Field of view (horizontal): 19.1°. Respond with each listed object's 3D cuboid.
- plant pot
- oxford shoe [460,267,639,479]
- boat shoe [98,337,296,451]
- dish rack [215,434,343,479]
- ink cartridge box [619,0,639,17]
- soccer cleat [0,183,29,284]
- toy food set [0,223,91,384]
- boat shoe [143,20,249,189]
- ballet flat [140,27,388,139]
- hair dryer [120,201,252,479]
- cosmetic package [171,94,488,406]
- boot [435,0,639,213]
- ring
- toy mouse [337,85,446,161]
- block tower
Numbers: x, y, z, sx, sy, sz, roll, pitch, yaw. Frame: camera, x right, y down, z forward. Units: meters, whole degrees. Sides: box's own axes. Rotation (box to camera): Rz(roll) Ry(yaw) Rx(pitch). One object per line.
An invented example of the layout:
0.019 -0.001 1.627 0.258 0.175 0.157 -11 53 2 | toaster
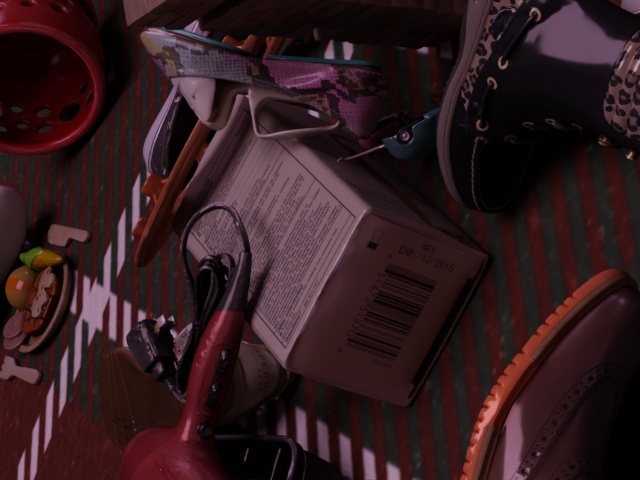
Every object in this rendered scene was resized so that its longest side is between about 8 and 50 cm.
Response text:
-0.351 -0.226 2.275 0.191 0.191 0.174 -48 30 31 | plant pot
0.156 0.195 1.270 0.132 0.130 0.364 22 82 28 | oxford shoe
-0.125 0.142 1.777 0.285 0.089 0.105 -9 89 59 | boat shoe
-0.077 0.302 1.586 0.208 0.074 0.272 -10 63 57 | dish rack
0.279 -0.218 1.369 0.099 0.056 0.135 -4 67 59 | ink cartridge box
-0.434 0.083 2.302 0.331 0.116 0.143 -53 49 28 | soccer cleat
-0.331 0.068 2.192 0.132 0.038 0.192 5 75 59 | toy food set
-0.115 -0.156 1.951 0.228 0.080 0.076 -62 33 13 | boat shoe
-0.054 -0.124 1.565 0.221 0.077 0.079 12 88 16 | ballet flat
-0.109 0.136 1.548 0.223 0.080 0.293 121 142 -48 | hair dryer
0.000 0.000 1.608 0.153 0.129 0.296 -62 31 13 | cosmetic package
0.180 -0.089 1.403 0.178 0.085 0.236 36 134 35 | boot
-0.095 -0.125 1.779 0.337 0.032 0.336 -60 1 1 | ring
0.074 -0.089 1.576 0.143 0.031 0.161 -35 13 -28 | toy mouse
-0.001 -0.220 1.567 0.091 0.335 0.097 -23 73 51 | block tower
